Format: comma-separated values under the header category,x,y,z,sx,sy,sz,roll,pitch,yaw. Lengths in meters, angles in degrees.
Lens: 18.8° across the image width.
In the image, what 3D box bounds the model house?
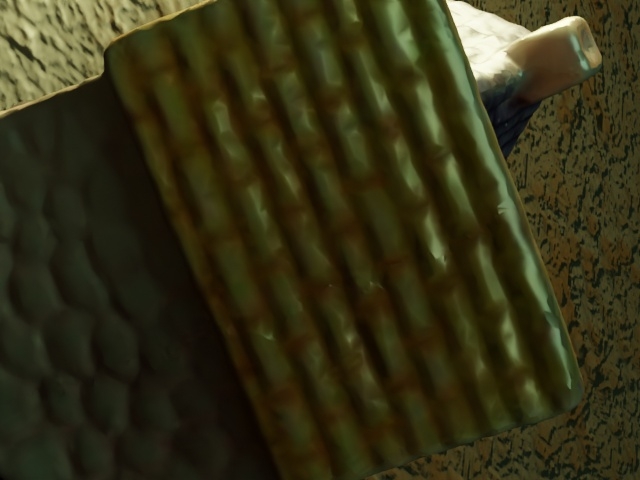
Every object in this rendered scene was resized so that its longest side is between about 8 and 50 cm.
category,x,y,z,sx,sy,sz,roll,pitch,yaw
model house,0.000,0.000,0.791,0.237,0.237,0.202,-22,93,-57
